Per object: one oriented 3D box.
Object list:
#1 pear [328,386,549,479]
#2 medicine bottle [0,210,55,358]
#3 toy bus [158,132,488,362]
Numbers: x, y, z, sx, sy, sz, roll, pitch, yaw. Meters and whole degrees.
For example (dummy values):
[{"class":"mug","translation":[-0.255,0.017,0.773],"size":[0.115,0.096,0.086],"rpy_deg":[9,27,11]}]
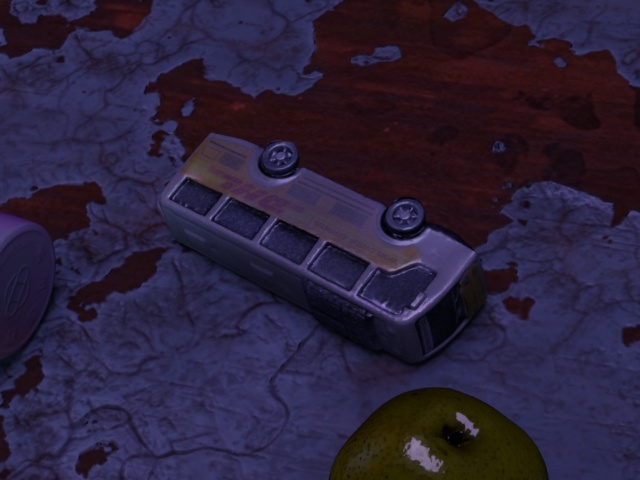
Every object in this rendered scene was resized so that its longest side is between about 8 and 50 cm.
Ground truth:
[{"class":"pear","translation":[0.103,0.224,1.635],"size":[0.198,0.198,0.198],"rpy_deg":[-5,52,7]},{"class":"medicine bottle","translation":[-0.417,0.019,1.911],"size":[0.254,0.152,0.152],"rpy_deg":[17,58,22]},{"class":"toy bus","translation":[0.000,0.000,1.883],"size":[0.342,0.097,0.138],"rpy_deg":[28,64,28]}]
